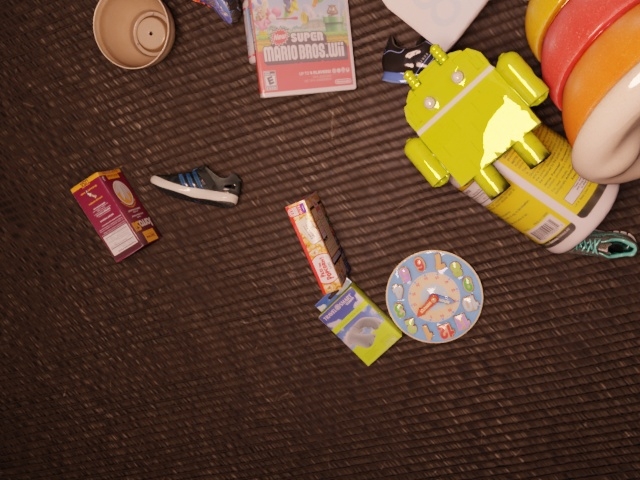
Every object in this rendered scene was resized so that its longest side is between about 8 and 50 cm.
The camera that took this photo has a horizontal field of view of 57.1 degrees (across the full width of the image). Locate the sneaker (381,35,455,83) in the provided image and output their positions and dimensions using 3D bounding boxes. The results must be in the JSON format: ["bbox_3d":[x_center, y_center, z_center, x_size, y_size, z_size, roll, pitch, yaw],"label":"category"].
[{"bbox_3d":[0.236,-0.348,1.149,0.232,0.081,0.090,6,107,9],"label":"sneaker"}]

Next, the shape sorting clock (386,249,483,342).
[{"bbox_3d":[0.244,0.122,1.267,0.206,0.040,0.206,2,102,9],"label":"shape sorting clock"}]

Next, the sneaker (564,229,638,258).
[{"bbox_3d":[0.547,0.006,1.170,0.167,0.076,0.064,1,101,10],"label":"sneaker"}]

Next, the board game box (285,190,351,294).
[{"bbox_3d":[0.000,0.000,1.230,0.045,0.147,0.193,-22,96,13],"label":"board game box"}]

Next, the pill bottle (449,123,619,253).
[{"bbox_3d":[0.367,-0.140,1.115,0.334,0.188,0.188,35,105,1],"label":"pill bottle"}]

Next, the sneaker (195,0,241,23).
[{"bbox_3d":[-0.250,-0.521,1.209,0.221,0.083,0.087,47,119,4],"label":"sneaker"}]

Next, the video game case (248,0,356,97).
[{"bbox_3d":[-0.038,-0.433,1.156,0.204,0.025,0.285,-11,101,-21],"label":"video game case"}]

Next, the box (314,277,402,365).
[{"bbox_3d":[0.082,0.178,1.306,0.178,0.042,0.109,44,105,-2],"label":"box"}]

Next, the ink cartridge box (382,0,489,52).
[{"bbox_3d":[0.167,-0.565,1.010,0.385,0.091,0.308,37,139,-2],"label":"ink cartridge box"}]

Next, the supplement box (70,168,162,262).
[{"bbox_3d":[-0.453,-0.059,1.318,0.081,0.104,0.188,-30,96,14],"label":"supplement box"}]

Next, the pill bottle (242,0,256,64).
[{"bbox_3d":[-0.110,-0.440,1.187,0.087,0.087,0.160,-3,101,11],"label":"pill bottle"}]

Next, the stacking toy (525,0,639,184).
[{"bbox_3d":[0.472,-0.366,0.992,0.351,0.351,0.479,-34,60,15],"label":"stacking toy"}]

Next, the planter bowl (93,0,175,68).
[{"bbox_3d":[-0.370,-0.436,1.222,0.162,0.109,0.162,2,102,9],"label":"planter bowl"}]

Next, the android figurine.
[{"bbox_3d":[0.255,-0.210,1.005,0.248,0.056,0.272,-40,83,26],"label":"android figurine"}]

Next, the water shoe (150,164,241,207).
[{"bbox_3d":[-0.272,-0.127,1.302,0.203,0.073,0.080,14,77,7],"label":"water shoe"}]
